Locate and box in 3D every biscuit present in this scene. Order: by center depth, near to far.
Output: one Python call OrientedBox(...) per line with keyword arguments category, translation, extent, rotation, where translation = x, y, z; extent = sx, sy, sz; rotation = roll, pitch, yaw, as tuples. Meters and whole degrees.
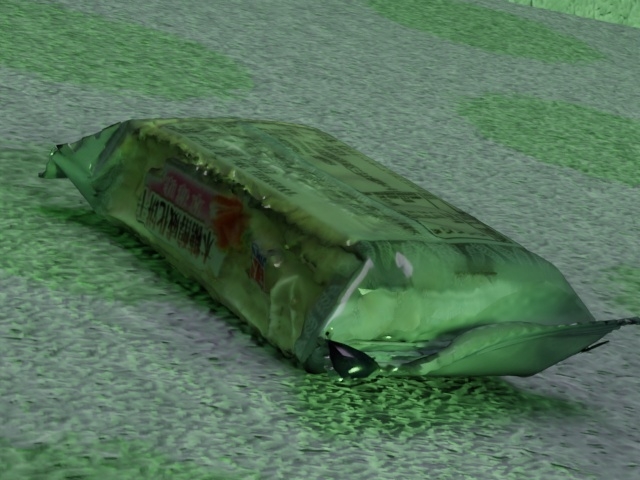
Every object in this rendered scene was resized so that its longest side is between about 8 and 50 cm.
OrientedBox(category="biscuit", translation=(-0.004, 0.000, 1.012), extent=(0.186, 0.079, 0.309), rotation=(-2, 23, -38))
